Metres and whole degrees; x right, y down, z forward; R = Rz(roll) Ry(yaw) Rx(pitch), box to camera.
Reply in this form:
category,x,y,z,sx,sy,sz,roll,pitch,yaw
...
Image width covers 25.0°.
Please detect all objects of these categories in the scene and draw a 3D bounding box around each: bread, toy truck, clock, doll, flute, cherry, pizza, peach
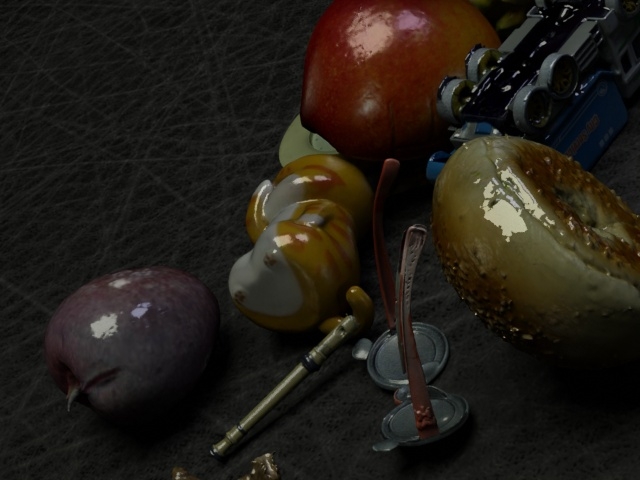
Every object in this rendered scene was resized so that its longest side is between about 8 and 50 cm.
category,x,y,z,sx,sy,sz,roll,pitch,yaw
bread,0.237,0.019,1.489,0.158,0.305,0.305,-53,27,22
toy truck,0.280,-0.183,1.792,0.146,0.175,0.367,15,56,47
clock,0.047,-0.165,2.100,0.235,0.029,0.235,-23,34,17
doll,-0.015,-0.001,1.820,0.167,0.162,0.269,-40,29,40
flute,-0.041,0.174,1.702,0.233,0.027,0.027,-44,34,-2
cherry,-0.242,0.132,1.814,0.266,0.183,0.213,-32,38,-29
pizza,0.133,-0.098,1.938,0.099,0.029,0.100,3,47,41
peach,0.094,-0.224,1.894,0.275,0.245,0.249,-24,8,-27

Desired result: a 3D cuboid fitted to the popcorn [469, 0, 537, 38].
category,x,y,z,sx,sy,sz,roll,pitch,yaw
popcorn,0.286,-0.399,2.010,0.258,0.224,0.270,-56,-12,17

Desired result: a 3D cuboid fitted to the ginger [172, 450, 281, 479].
category,x,y,z,sx,sy,sz,roll,pitch,yaw
ginger,-0.162,0.317,1.585,0.290,0.122,0.084,-21,3,22

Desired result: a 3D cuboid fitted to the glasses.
category,x,y,z,sx,sy,sz,roll,pitch,yaw
glasses,0.074,0.070,1.562,0.118,0.268,0.234,-15,28,3
